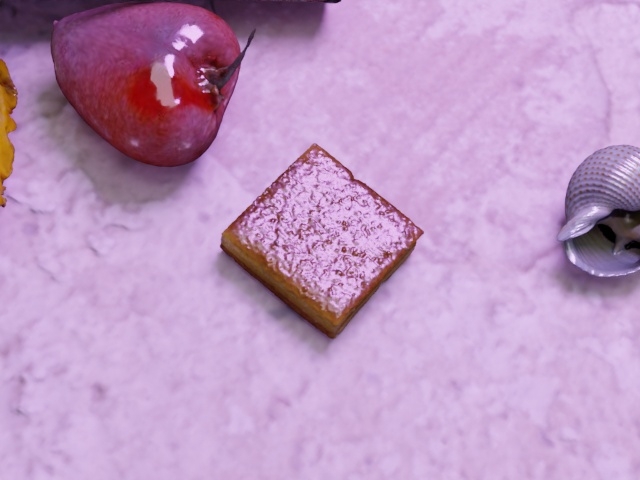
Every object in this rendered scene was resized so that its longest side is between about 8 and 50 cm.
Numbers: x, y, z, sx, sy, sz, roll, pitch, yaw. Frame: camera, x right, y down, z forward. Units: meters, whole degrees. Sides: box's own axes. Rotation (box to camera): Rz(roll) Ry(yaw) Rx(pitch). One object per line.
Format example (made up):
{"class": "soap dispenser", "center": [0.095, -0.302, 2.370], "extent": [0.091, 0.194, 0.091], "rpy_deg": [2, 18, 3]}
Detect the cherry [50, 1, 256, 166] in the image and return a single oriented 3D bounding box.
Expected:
{"class": "cherry", "center": [-0.103, -0.104, 0.769], "extent": [0.126, 0.087, 0.106], "rpy_deg": [34, 71, 29]}

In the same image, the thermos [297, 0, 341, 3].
{"class": "thermos", "center": [-0.147, -0.200, 0.785], "extent": [0.330, 0.109, 0.136], "rpy_deg": [-1, 68, -12]}

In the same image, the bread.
{"class": "bread", "center": [0.000, 0.000, 0.761], "extent": [0.094, 0.035, 0.090], "rpy_deg": [39, 66, 10]}

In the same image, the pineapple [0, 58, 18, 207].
{"class": "pineapple", "center": [-0.277, -0.043, 0.703], "extent": [0.164, 0.250, 0.140], "rpy_deg": [-28, 98, 12]}

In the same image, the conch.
{"class": "conch", "center": [0.190, -0.019, 0.785], "extent": [0.085, 0.056, 0.076], "rpy_deg": [-42, 94, 7]}
